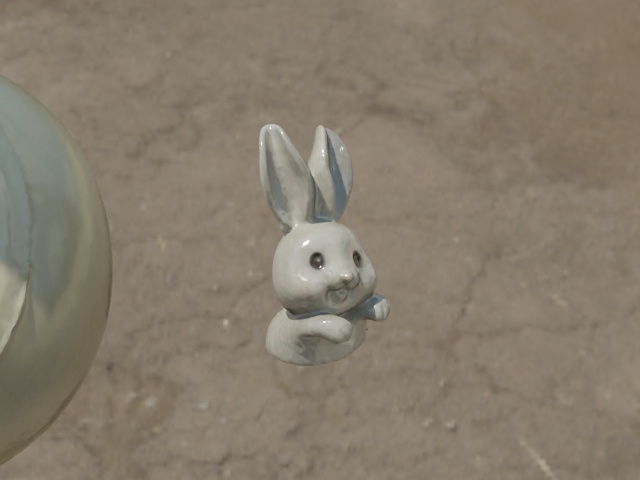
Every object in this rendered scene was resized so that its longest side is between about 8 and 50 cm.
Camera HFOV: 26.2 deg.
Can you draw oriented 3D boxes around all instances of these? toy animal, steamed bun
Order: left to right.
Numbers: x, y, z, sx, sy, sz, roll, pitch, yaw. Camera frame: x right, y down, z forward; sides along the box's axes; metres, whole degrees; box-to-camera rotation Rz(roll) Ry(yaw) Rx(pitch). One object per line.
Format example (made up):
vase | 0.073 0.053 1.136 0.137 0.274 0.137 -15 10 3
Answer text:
steamed bun | -0.211 0.022 0.715 0.232 0.231 0.145 21 -7 19
toy animal | 0.002 0.002 1.293 0.104 0.220 0.131 -12 21 -28
